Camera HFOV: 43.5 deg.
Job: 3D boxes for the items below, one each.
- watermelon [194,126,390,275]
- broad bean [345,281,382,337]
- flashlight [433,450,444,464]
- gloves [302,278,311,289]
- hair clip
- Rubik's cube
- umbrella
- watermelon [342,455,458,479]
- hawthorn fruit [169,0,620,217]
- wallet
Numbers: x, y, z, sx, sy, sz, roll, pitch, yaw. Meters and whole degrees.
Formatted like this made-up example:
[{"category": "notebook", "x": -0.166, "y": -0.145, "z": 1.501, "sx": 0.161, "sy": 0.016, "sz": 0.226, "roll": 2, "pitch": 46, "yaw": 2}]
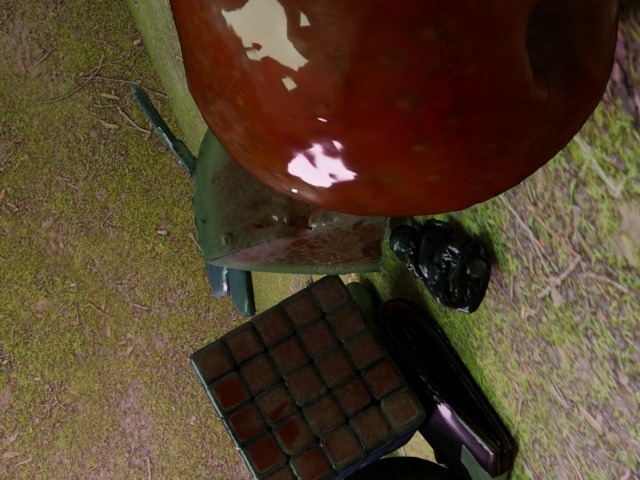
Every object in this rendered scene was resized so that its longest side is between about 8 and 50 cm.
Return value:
[{"category": "watermelon", "x": -0.013, "y": -0.066, "z": 0.974, "sx": 0.201, "sy": 0.262, "sz": 0.212, "roll": -23, "pitch": 73, "yaw": 56}, {"category": "broad bean", "x": 0.071, "y": 0.174, "z": 1.339, "sx": 0.228, "sy": 0.100, "sz": 0.169, "roll": 62, "pitch": 174, "yaw": 17}, {"category": "flashlight", "x": 0.188, "y": 0.324, "z": 1.277, "sx": 0.018, "sy": 0.018, "sz": 0.083, "roll": 50, "pitch": 160, "yaw": 52}, {"category": "gloves", "x": -0.023, "y": 0.126, "z": 1.842, "sx": 0.044, "sy": 0.037, "sz": 0.081, "roll": 6, "pitch": 119, "yaw": 36}, {"category": "hair clip", "x": -0.097, "y": -0.082, "z": 1.247, "sx": 0.318, "sy": 0.238, "sz": 0.392, "roll": 41, "pitch": 151, "yaw": 65}, {"category": "Rubik's cube", "x": -0.018, "y": 0.222, "z": 1.120, "sx": 0.238, "sy": 0.237, "sz": 0.237, "roll": 60, "pitch": 169, "yaw": 18}, {"category": "umbrella", "x": 0.117, "y": 0.012, "z": 0.889, "sx": 0.224, "sy": 0.071, "sz": 0.080, "roll": -134, "pitch": 59, "yaw": -76}, {"category": "watermelon", "x": 0.123, "y": 0.470, "z": 1.210, "sx": 0.278, "sy": 0.279, "sz": 0.359, "roll": 65, "pitch": 166, "yaw": 12}, {"category": "hawthorn fruit", "x": 0.032, "y": -0.144, "z": 0.481, "sx": 0.284, "sy": 0.284, "sz": 0.284, "roll": 157, "pitch": 90, "yaw": -79}, {"category": "wallet", "x": 0.163, "y": 0.230, "z": 1.100, "sx": 0.262, "sy": 0.071, "sz": 0.221, "roll": 52, "pitch": 162, "yaw": 34}]
